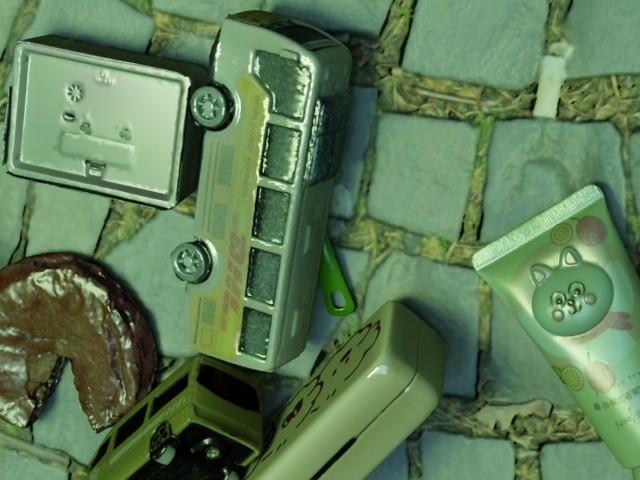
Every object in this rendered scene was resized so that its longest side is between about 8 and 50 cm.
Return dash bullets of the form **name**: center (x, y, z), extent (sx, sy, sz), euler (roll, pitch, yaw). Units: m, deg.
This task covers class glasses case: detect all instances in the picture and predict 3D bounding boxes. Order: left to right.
- **glasses case**: center (-0.011, 0.214, 1.529), extent (0.076, 0.144, 0.336), euler (39, 111, -12)

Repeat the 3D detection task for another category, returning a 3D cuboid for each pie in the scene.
- **pie**: center (-0.285, 0.116, 1.631), extent (0.218, 0.054, 0.204), euler (-13, 101, 18)

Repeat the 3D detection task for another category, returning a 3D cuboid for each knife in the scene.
- **knife**: center (-0.001, 0.001, 1.538), extent (0.078, 0.022, 0.166), euler (-9, 101, 23)

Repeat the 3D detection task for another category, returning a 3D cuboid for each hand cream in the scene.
- **hand cream**: center (0.282, 0.109, 1.462), extent (0.147, 0.093, 0.306), euler (-32, 85, 20)

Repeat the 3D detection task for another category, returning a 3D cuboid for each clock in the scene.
- **clock**: center (-0.217, -0.123, 1.538), extent (0.192, 0.071, 0.147), euler (12, 108, 12)

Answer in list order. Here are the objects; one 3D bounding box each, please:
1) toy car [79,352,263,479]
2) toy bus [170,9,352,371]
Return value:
- **toy car**: center (-0.167, 0.228, 1.576), extent (0.101, 0.124, 0.256), euler (30, 128, -26)
- **toy bus**: center (-0.059, -0.046, 1.487), extent (0.138, 0.097, 0.343), euler (18, 109, 24)
